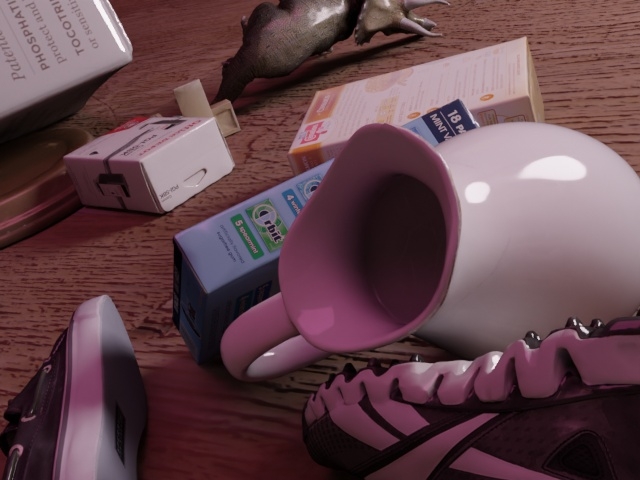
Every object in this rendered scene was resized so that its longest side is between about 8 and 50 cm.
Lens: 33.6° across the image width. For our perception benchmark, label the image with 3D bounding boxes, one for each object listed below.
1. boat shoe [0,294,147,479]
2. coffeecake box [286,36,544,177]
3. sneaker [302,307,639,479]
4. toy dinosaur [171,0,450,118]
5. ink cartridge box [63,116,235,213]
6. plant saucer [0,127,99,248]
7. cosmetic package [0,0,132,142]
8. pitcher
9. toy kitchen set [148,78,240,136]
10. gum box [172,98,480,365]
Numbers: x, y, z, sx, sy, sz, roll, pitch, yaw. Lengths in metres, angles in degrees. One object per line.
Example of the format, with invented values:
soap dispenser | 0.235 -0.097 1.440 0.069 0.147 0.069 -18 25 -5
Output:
boat shoe | -0.144 0.109 0.594 0.076 0.080 0.228 -18 31 1
coffeecake box | 0.081 -0.089 0.842 0.186 0.068 0.142 -12 25 16
sneaker | 0.064 0.099 0.441 0.078 0.106 0.234 8 -18 -33
toy dinosaur | -0.033 -0.232 1.175 0.314 0.121 0.160 -23 10 -19
ink cartridge box | -0.165 -0.075 1.016 0.135 0.056 0.099 6 34 46
plant saucer | -0.348 -0.053 1.130 0.278 0.041 0.278 -16 25 7
cosmetic package | -0.484 -0.236 1.179 0.394 0.327 0.329 -30 8 -22
pitcher | 0.063 0.015 0.535 0.207 0.125 0.178 -2 -27 -47
toy kitchen set | -0.142 -0.137 1.116 0.083 0.068 0.075 -24 24 -12
gum box | 0.000 0.000 0.645 0.184 0.041 0.157 -27 -14 -17
